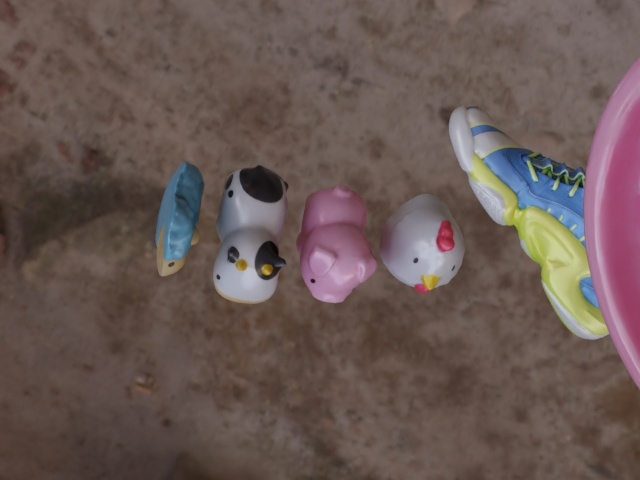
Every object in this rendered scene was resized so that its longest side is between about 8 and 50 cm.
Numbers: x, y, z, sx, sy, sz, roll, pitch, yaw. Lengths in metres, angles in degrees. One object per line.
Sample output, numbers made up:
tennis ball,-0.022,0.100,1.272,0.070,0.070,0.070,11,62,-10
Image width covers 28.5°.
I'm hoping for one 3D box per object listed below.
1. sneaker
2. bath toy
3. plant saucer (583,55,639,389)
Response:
sneaker,0.217,-0.037,1.094,0.126,0.091,0.240,-32,100,17
bath toy,0.000,0.000,1.379,0.348,0.151,0.129,6,179,-14
plant saucer,0.312,0.010,0.808,0.084,0.332,0.332,-16,153,-30
